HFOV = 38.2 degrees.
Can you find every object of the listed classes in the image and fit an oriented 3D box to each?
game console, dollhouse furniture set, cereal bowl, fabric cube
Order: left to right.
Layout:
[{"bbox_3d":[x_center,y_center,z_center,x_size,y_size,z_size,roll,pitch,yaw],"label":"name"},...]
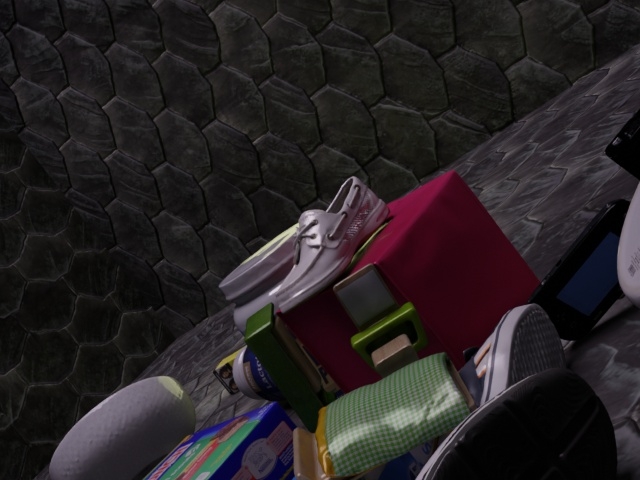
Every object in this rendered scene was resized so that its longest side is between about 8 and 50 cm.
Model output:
[{"bbox_3d":[-0.404,0.462,2.002,0.339,0.141,0.339,-35,-25,-19],"label":"cereal bowl"},{"bbox_3d":[0.033,0.137,1.052,0.197,0.151,0.301,-32,10,3],"label":"dollhouse furniture set"},{"bbox_3d":[0.142,0.096,1.435,0.259,0.254,0.258,-28,15,47],"label":"fabric cube"},{"bbox_3d":[0.415,-0.014,1.181,0.361,0.213,0.044,-54,16,16],"label":"game console"}]

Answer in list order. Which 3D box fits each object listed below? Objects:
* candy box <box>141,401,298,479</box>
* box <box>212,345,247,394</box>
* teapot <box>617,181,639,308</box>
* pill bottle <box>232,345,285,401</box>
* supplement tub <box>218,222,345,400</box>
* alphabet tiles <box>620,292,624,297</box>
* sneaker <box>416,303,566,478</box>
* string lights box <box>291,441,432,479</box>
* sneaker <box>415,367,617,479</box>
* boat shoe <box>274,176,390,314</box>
[{"bbox_3d":[-0.199,0.422,1.545,0.317,0.122,0.268,-32,9,47],"label":"candy box"},{"bbox_3d":[-0.163,0.304,2.345,0.232,0.087,0.058,-32,10,28],"label":"box"},{"bbox_3d":[0.446,-0.007,0.966,0.252,0.187,0.256,113,178,-65],"label":"teapot"},{"bbox_3d":[-0.073,0.255,1.924,0.153,0.153,0.264,-41,7,-34],"label":"pill bottle"},{"bbox_3d":[-0.009,0.146,1.620,0.228,0.316,0.228,-37,7,5],"label":"supplement tub"},{"bbox_3d":[0.498,-0.010,1.411,0.342,0.011,0.285,-40,8,-24],"label":"alphabet tiles"},{"bbox_3d":[0.197,0.188,1.086,0.127,0.126,0.321,-25,13,34],"label":"sneaker"},{"bbox_3d":[0.036,0.306,1.069,0.076,0.133,0.259,-30,10,44],"label":"string lights box"},{"bbox_3d":[0.070,0.288,0.860,0.447,0.169,0.257,-43,10,-27],"label":"sneaker"},{"bbox_3d":[0.000,0.000,1.353,0.098,0.096,0.277,-30,14,43],"label":"boat shoe"}]
